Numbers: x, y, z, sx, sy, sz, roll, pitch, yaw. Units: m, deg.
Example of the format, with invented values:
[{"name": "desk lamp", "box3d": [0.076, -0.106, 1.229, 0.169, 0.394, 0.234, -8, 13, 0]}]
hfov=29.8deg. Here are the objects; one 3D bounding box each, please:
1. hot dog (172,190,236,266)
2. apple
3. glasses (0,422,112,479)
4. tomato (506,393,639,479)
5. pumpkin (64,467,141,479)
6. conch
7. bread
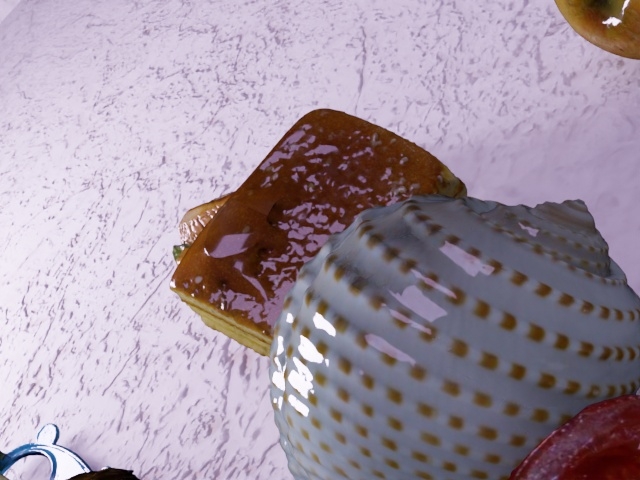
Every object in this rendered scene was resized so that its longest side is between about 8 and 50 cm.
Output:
[{"name": "hot dog", "box3d": [-0.060, -0.014, 1.295, 0.250, 0.076, 0.104, -24, 53, 33]}, {"name": "apple", "box3d": [0.300, -0.255, 1.105, 0.155, 0.182, 0.182, -34, 24, -28]}, {"name": "glasses", "box3d": [-0.334, 0.248, 1.183, 0.239, 0.207, 0.102, 17, 99, 58]}, {"name": "tomato", "box3d": [0.209, 0.193, 0.646, 0.233, 0.139, 0.200, 7, 43, 17]}, {"name": "pumpkin", "box3d": [-0.193, 0.289, 0.951, 0.238, 0.159, 0.238, -30, 35, 24]}, {"name": "conch", "box3d": [0.071, 0.080, 0.892, 0.319, 0.215, 0.303, -34, 20, 8]}, {"name": "bread", "box3d": [0.000, 0.000, 1.113, 0.184, 0.110, 0.234, 26, 69, 32]}]
